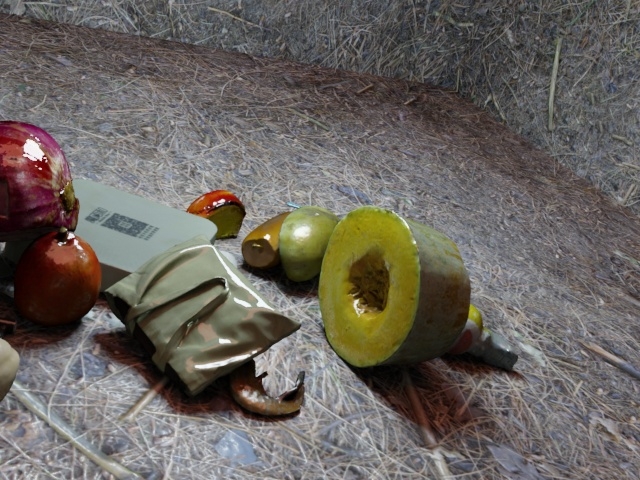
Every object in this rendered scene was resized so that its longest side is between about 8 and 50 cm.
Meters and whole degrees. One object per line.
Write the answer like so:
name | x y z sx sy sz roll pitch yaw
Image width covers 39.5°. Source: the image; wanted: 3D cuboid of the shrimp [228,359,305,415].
shrimp | -0.103 0.246 1.662 0.152 0.046 0.219 6 30 -21

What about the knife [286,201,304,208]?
knife | -0.047 -0.092 2.482 0.096 0.010 0.027 15 23 -3

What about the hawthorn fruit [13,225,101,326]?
hawthorn fruit | -0.481 0.062 1.639 0.169 0.188 0.169 17 34 -12

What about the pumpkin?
pumpkin | 0.161 0.096 1.842 0.199 0.332 0.332 5 26 -37

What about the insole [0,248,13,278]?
insole | -0.687 0.018 1.826 0.080 0.003 0.232 -1 29 -35

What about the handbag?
handbag | -0.230 0.126 1.658 0.253 0.109 0.316 -32 57 -27

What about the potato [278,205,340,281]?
potato | 0.000 0.000 2.092 0.111 0.160 0.272 -8 11 24

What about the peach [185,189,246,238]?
peach | -0.267 -0.057 2.163 0.172 0.127 0.092 -26 51 -23

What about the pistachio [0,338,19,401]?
pistachio | -0.556 0.211 1.340 0.144 0.143 0.215 30 37 28

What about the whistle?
whistle | 0.333 0.217 1.955 0.223 0.123 0.123 34 25 0

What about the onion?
onion | -0.584 -0.111 1.673 0.273 0.230 0.256 3 -8 -23

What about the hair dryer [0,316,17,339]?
hair dryer | -0.566 0.166 1.564 0.047 0.026 0.083 11 32 -9

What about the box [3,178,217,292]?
box | -0.441 0.000 1.927 0.373 0.090 0.367 18 23 4

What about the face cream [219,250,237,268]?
face cream | -0.212 0.114 1.839 0.082 0.082 0.269 12 25 -11

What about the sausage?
sausage | -0.088 -0.014 2.173 0.112 0.112 0.328 23 22 14
